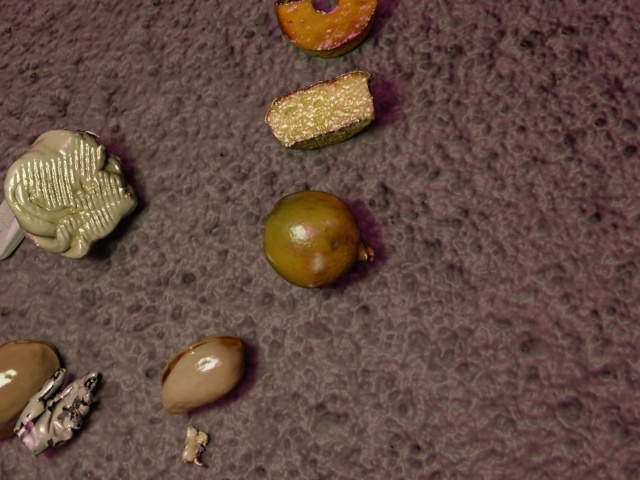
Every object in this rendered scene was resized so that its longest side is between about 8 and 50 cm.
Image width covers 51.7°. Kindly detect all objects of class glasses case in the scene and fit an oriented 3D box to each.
[{"bbox_3d":[-0.783,-0.057,1.689,0.092,0.059,0.233,34,86,20],"label":"glasses case"}]

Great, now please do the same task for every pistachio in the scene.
[{"bbox_3d":[-0.254,0.286,1.436,0.215,0.144,0.144,-33,71,2],"label":"pistachio"},{"bbox_3d":[-0.730,0.347,1.537,0.260,0.163,0.213,-22,112,-11],"label":"pistachio"}]

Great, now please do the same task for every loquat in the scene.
[{"bbox_3d":[0.000,0.000,1.415,0.246,0.213,0.213,15,80,6],"label":"loquat"}]

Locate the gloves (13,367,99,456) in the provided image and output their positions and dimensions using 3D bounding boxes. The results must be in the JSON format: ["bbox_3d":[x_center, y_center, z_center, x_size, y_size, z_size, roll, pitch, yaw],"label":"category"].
[{"bbox_3d":[-0.593,0.385,1.518,0.127,0.111,0.212,35,58,24],"label":"gloves"}]

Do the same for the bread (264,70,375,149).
[{"bbox_3d":[0.013,-0.287,1.512,0.260,0.134,0.129,-17,84,15],"label":"bread"}]

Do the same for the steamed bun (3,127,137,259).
[{"bbox_3d":[-0.607,-0.112,1.579,0.268,0.207,0.280,47,68,-18],"label":"steamed bun"}]

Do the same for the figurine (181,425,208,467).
[{"bbox_3d":[-0.274,0.453,1.453,0.050,0.047,0.083,7,71,0],"label":"figurine"}]

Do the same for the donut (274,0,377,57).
[{"bbox_3d":[0.015,-0.509,1.580,0.259,0.101,0.152,0,77,13],"label":"donut"}]
